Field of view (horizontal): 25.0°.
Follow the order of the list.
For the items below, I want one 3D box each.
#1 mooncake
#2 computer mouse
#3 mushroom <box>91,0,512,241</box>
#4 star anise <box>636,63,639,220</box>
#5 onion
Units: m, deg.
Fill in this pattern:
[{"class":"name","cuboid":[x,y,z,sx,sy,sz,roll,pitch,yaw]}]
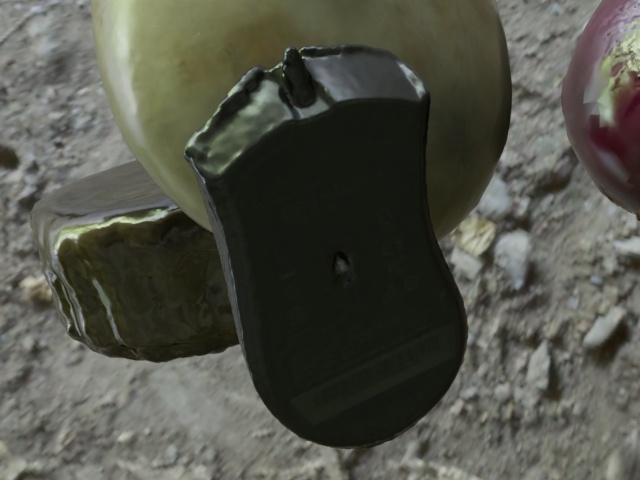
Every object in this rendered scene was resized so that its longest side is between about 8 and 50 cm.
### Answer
[{"class":"mooncake","cuboid":[-0.156,0.008,1.615,0.324,0.324,0.187,-7,108,19]},{"class":"computer mouse","cuboid":[0.000,0.000,0.849,0.147,0.088,0.264,-22,124,-21]},{"class":"mushroom","cuboid":[-0.026,-0.140,1.133,0.295,0.362,0.362,-25,98,43]},{"class":"star anise","cuboid":[0.358,-0.090,1.064,0.237,0.346,0.148,-39,70,41]},{"class":"onion","cuboid":[0.389,-0.155,1.552,0.260,0.282,0.336,-11,60,5]}]
